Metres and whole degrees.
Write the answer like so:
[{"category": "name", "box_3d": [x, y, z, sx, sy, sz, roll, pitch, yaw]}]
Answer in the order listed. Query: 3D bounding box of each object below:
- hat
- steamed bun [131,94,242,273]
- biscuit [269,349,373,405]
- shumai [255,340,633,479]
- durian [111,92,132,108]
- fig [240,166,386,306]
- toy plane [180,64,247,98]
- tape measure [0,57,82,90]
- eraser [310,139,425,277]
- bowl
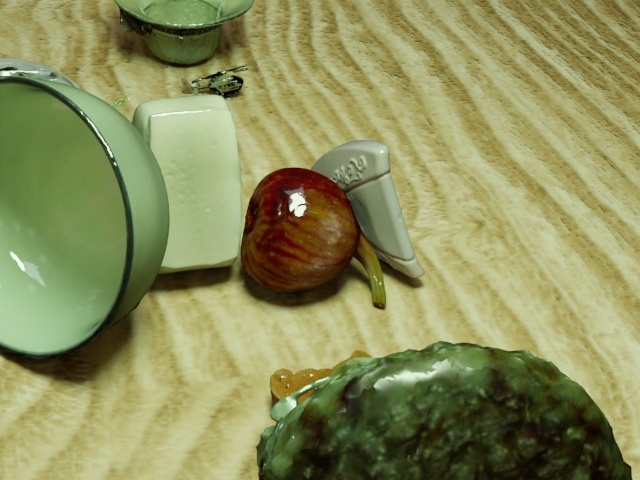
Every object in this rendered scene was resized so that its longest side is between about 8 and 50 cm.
[{"category": "hat", "box_3d": [-0.245, -0.388, 2.208, 0.257, 0.130, 0.257, 3, 36, -2]}, {"category": "steamed bun", "box_3d": [-0.190, -0.081, 1.729, 0.146, 0.242, 0.164, -5, 10, -16]}, {"category": "biscuit", "box_3d": [0.070, 0.212, 1.519, 0.280, 0.043, 0.183, 16, 41, 6]}, {"category": "shumai", "box_3d": [0.113, 0.243, 1.264, 0.395, 0.395, 0.348, 1, 16, -7]}, {"category": "durian", "box_3d": [-0.440, -0.102, 1.766, 0.355, 0.170, 0.157, -4, 36, -11]}, {"category": "fig", "box_3d": [-0.003, -0.007, 1.718, 0.207, 0.175, 0.175, 10, 35, -13]}, {"category": "toy plane", "box_3d": [-0.179, -0.269, 2.128, 0.120, 0.049, 0.031, -11, 36, 7]}, {"category": "tape measure", "box_3d": [-0.495, -0.217, 1.960, 0.236, 0.120, 0.197, -18, 40, -35]}, {"category": "eraser", "box_3d": [0.047, -0.058, 1.788, 0.059, 0.204, 0.243, -31, 27, -23]}, {"category": "bowl", "box_3d": [-0.327, -0.040, 1.587, 0.353, 0.354, 0.185, 24, 21, 23]}]
